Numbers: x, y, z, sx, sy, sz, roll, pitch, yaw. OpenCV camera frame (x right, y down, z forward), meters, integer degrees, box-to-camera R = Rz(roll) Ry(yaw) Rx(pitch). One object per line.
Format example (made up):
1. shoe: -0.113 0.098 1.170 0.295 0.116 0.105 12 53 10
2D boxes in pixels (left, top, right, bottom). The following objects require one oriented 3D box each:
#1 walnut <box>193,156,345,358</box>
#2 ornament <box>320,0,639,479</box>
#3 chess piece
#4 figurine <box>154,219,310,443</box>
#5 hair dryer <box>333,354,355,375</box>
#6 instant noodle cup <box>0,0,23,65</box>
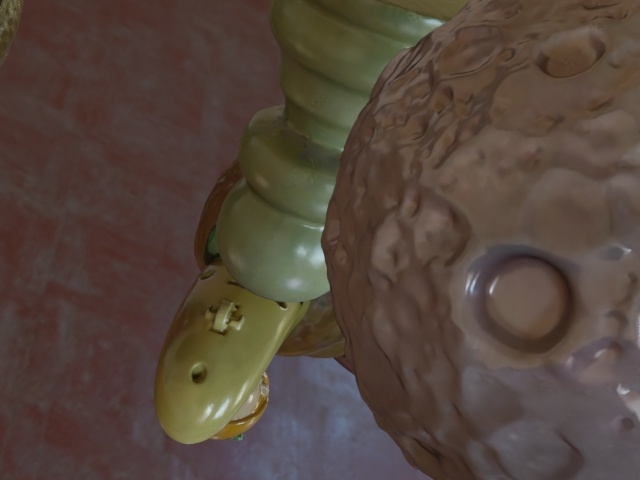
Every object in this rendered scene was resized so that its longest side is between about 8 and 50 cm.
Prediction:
1. walnut: -0.002 -0.002 1.620 0.306 0.344 0.306 43 11 -10
2. ornament: 0.119 0.005 0.553 0.259 0.225 0.259 -12 90 -67
3. chess piece: 0.006 -0.070 0.857 0.144 0.251 0.144 17 28 -9
4. figurine: -0.099 0.117 1.357 0.124 0.222 0.324 20 34 5
5. hair dryer: 0.060 0.191 1.894 0.154 0.054 0.106 38 -4 2
6. instant noodle cup: -0.363 -0.197 1.161 0.091 0.274 0.274 42 17 -51
